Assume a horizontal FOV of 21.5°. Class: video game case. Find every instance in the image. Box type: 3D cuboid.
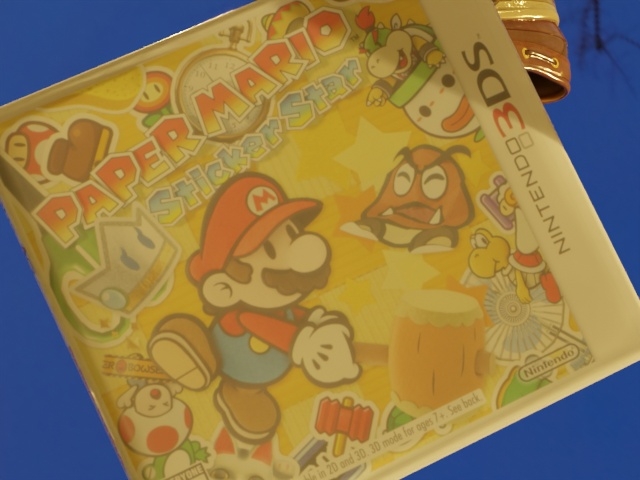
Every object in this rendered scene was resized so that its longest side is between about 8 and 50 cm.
[{"bbox_3d":[0.000,0.000,0.704,0.227,0.026,0.206,-25,-95,-13],"label":"video game case"}]

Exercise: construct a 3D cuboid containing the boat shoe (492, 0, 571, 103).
[{"bbox_3d":[0.070,-0.095,0.928,0.064,0.178,0.060,-40,-113,52],"label":"boat shoe"}]
